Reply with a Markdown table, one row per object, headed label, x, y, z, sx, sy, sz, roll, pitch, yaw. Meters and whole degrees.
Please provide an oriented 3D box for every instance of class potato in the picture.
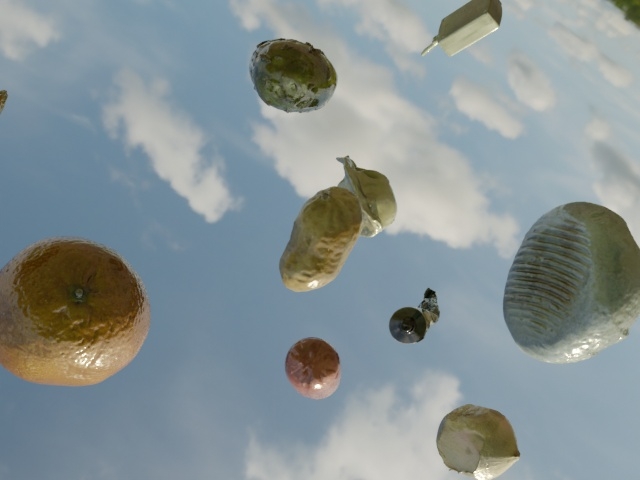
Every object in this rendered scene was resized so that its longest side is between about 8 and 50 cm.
| label | x | y | z | sx | sy | sz | roll | pitch | yaw |
| --- | --- | --- | --- | --- | --- | --- | --- | --- | --- |
| potato | -0.054 | -0.329 | 1.513 | 0.176 | 0.141 | 0.298 | 28 | -168 | -5 |

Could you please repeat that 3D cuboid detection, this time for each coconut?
| label | x | y | z | sx | sy | sz | roll | pitch | yaw |
| --- | --- | --- | --- | --- | --- | --- | --- | --- | --- |
| coconut | 0.241 | 0.305 | 1.140 | 0.124 | 0.110 | 0.110 | 5 | -177 | 43 |

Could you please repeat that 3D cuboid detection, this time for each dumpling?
| label | x | y | z | sx | sy | sz | roll | pitch | yaw |
| --- | --- | --- | --- | --- | --- | --- | --- | --- | --- |
| dumpling | 0.088 | -0.105 | 1.715 | 0.258 | 0.147 | 0.193 | -106 | -5 | -64 |

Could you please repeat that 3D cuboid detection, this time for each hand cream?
| label | x | y | z | sx | sy | sz | roll | pitch | yaw |
| --- | --- | --- | --- | --- | --- | --- | --- | --- | --- |
| hand cream | 0.137 | 0.113 | 1.117 | 0.052 | 0.075 | 0.248 | 52 | -170 | 6 |

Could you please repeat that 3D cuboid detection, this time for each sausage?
| label | x | y | z | sx | sy | sz | roll | pitch | yaw |
| --- | --- | --- | --- | --- | --- | --- | --- | --- | --- |
| sausage | -0.007 | 0.145 | 0.853 | 0.062 | 0.062 | 0.154 | 41 | 169 | 12 |

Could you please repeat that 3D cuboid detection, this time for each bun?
| label | x | y | z | sx | sy | sz | roll | pitch | yaw |
| --- | --- | --- | --- | --- | --- | --- | --- | --- | --- |
| bun | 0.558 | 0.101 | 1.656 | 0.211 | 0.362 | 0.362 | 19 | -149 | -26 |

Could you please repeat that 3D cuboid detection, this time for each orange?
| label | x | y | z | sx | sy | sz | roll | pitch | yaw |
| --- | --- | --- | --- | --- | --- | --- | --- | --- | --- |
| orange | -0.397 | 0.114 | 1.205 | 0.264 | 0.264 | 0.264 | 27 | -151 | -16 |

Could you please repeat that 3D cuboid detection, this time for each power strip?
| label | x | y | z | sx | sy | sz | roll | pitch | yaw |
| --- | --- | --- | --- | --- | --- | --- | --- | --- | --- |
| power strip | 0.244 | -0.370 | 1.336 | 0.042 | 0.175 | 0.075 | 39 | -134 | -28 |

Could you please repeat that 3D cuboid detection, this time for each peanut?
| label | x | y | z | sx | sy | sz | roll | pitch | yaw |
| --- | --- | --- | --- | --- | --- | --- | --- | --- | --- |
| peanut | 0.000 | 0.000 | 1.470 | 0.129 | 0.224 | 0.129 | 23 | -177 | -1 |

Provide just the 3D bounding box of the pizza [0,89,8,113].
| label | x | y | z | sx | sy | sz | roll | pitch | yaw |
| --- | --- | --- | --- | --- | --- | --- | --- | --- | --- |
| pizza | -0.578 | -0.154 | 1.118 | 0.056 | 0.271 | 0.134 | 17 | 152 | 39 |
